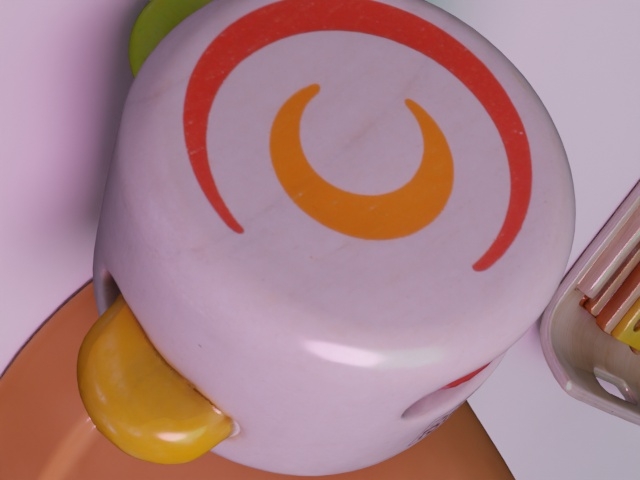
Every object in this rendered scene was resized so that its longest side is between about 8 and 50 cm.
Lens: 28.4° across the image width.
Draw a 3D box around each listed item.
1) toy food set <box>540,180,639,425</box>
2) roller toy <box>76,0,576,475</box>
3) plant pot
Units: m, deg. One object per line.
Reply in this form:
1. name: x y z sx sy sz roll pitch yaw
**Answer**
1. toy food set: 0.314 0.010 0.948 0.306 0.092 0.220 -54 142 9
2. roller toy: 0.000 0.000 0.553 0.191 0.209 0.146 10 148 -11
3. plant pot: -0.017 0.158 0.686 0.291 0.203 0.291 -25 139 -25
